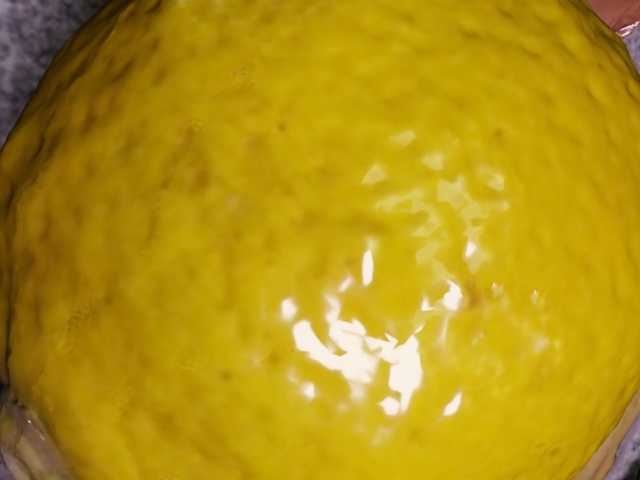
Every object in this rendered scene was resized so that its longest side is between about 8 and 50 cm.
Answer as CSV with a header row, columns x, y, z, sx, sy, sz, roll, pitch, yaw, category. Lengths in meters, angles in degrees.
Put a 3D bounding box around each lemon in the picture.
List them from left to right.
x,y,z,sx,sy,sz,roll,pitch,yaw,category
0.000,0.000,0.496,0.387,0.350,0.350,-29,99,-26,lemon

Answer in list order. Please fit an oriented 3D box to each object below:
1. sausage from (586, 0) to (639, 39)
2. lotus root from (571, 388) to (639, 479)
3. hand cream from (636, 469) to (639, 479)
x,y,z,sx,sy,sz,roll,pitch,yaw,category
0.340,-0.273,0.789,0.419,0.094,0.094,-30,125,-21,sausage
0.173,0.089,0.679,0.146,0.131,0.303,45,71,-39,lotus root
0.272,0.313,0.762,0.075,0.052,0.248,-2,94,0,hand cream
